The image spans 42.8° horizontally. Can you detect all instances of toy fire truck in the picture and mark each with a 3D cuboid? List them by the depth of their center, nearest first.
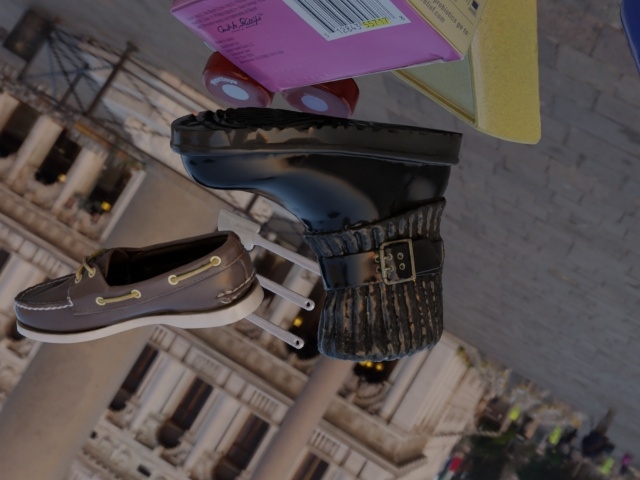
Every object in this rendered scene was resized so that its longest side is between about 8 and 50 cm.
[{"bbox_3d":[-0.059,-0.287,1.009,0.302,0.169,0.254,12,163,29],"label":"toy fire truck"}]

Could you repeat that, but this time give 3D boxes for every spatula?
[{"bbox_3d":[-0.098,0.067,1.326,0.242,0.168,0.019,26,-175,27],"label":"spatula"}]

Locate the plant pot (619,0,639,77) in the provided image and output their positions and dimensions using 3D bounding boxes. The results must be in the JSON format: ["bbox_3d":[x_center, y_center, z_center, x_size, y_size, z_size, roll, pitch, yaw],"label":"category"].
[{"bbox_3d":[0.298,-0.068,0.420,0.212,0.236,0.236,-25,135,29],"label":"plant pot"}]

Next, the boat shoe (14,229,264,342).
[{"bbox_3d":[-0.233,0.052,0.988,0.324,0.117,0.097,-6,119,17],"label":"boat shoe"}]

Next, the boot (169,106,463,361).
[{"bbox_3d":[0.003,0.001,0.866,0.347,0.260,0.131,2,-167,-27],"label":"boot"}]

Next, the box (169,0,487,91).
[{"bbox_3d":[0.032,-0.252,0.604,0.117,0.243,0.213,34,161,-35],"label":"box"}]

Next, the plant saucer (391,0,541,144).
[{"bbox_3d":[0.184,-0.322,1.229,0.333,0.081,0.333,44,160,42],"label":"plant saucer"}]
